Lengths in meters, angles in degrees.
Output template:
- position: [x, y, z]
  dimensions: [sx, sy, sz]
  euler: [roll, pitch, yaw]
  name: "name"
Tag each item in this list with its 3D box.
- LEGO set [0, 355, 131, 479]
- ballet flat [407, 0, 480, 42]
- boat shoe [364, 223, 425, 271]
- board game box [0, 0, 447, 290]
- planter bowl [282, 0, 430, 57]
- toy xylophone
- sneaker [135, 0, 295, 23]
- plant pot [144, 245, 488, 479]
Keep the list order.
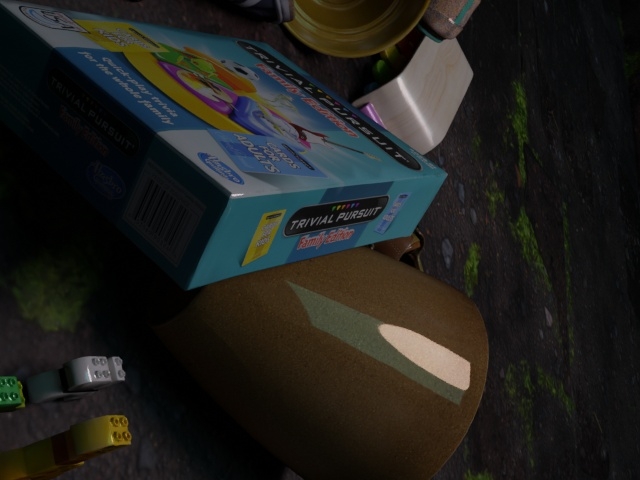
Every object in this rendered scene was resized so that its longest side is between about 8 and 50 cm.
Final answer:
- position: [-0.181, 0.111, 0.508]
  dimensions: [0.227, 0.093, 0.087]
  euler: [22, 48, -68]
  name: "LEGO set"
- position: [0.129, -0.402, 1.104]
  dimensions: [0.107, 0.106, 0.316]
  euler: [7, 46, -46]
  name: "ballet flat"
- position: [0.080, 0.005, 0.996]
  dimensions: [0.111, 0.104, 0.307]
  euler: [-22, 97, -57]
  name: "boat shoe"
- position: [-0.072, -0.090, 0.683]
  dimensions: [0.254, 0.079, 0.336]
  euler: [39, 25, 21]
  name: "board game box"
- position: [0.030, -0.345, 1.016]
  dimensions: [0.217, 0.217, 0.090]
  euler: [62, -1, -22]
  name: "planter bowl"
- position: [0.134, -0.261, 1.194]
  dimensions: [0.236, 0.081, 0.322]
  euler: [62, 35, -16]
  name: "toy xylophone"
- position: [-0.112, -0.283, 0.830]
  dimensions: [0.282, 0.153, 0.099]
  euler: [46, 31, -86]
  name: "sneaker"
- position: [-0.019, 0.082, 0.732]
  dimensions: [0.254, 0.237, 0.237]
  euler: [36, 49, -29]
  name: "plant pot"
